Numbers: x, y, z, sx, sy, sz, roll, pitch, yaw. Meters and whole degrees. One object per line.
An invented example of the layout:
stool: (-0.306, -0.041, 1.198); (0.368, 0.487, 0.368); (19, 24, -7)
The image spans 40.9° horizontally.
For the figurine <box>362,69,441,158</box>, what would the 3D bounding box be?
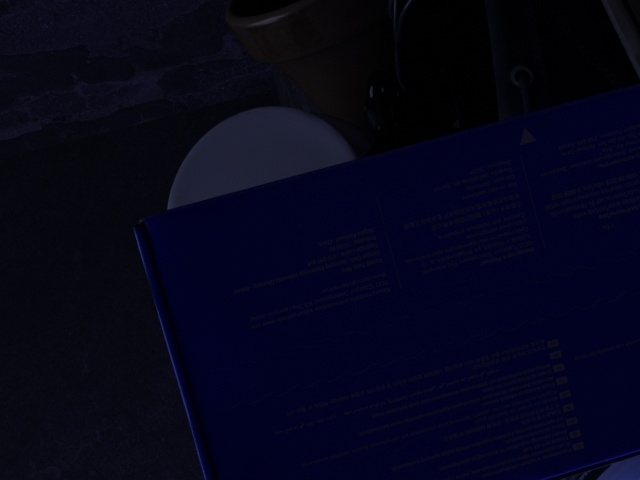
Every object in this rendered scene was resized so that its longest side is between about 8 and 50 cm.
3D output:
figurine: (0.122, -0.040, 0.727); (0.092, 0.215, 0.209); (-53, 20, 45)

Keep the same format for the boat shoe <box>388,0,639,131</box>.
boat shoe: (0.124, -0.196, 0.671); (0.187, 0.156, 0.500); (80, 174, -62)

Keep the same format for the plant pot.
plant pot: (0.060, -0.226, 0.968); (0.229, 0.263, 0.263); (58, -176, -28)

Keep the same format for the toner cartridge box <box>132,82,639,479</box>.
toner cartridge box: (0.105, 0.021, 0.412); (0.075, 0.348, 0.165); (-144, 39, -83)

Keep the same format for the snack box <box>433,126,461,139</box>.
snack box: (0.188, -0.020, 0.977); (0.174, 0.070, 0.207); (-120, 17, -76)

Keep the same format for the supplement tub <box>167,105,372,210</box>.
supplement tub: (0.000, 0.000, 0.921); (0.325, 0.235, 0.235); (27, -136, -69)

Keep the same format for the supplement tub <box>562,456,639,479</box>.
supplement tub: (0.219, 0.190, 0.562); (0.272, 0.191, 0.191); (-129, 24, -79)
